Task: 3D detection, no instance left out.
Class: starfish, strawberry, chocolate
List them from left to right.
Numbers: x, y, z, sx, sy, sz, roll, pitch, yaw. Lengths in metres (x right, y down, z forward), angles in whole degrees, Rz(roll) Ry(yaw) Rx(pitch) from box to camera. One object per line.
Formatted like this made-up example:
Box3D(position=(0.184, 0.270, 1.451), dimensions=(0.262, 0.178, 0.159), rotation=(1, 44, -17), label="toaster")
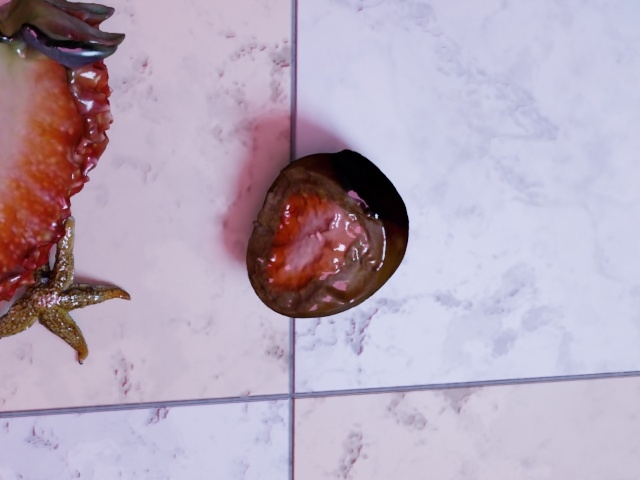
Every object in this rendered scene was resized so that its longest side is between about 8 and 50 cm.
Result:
Box3D(position=(-0.278, -0.094, 1.521), dimensions=(0.233, 0.137, 0.306), rotation=(28, 125, 0), label="strawberry")
Box3D(position=(-0.227, 0.055, 1.603), dimensions=(0.130, 0.041, 0.133), rotation=(-30, 110, -1), label="starfish")
Box3D(position=(0.000, 0.000, 1.596), dimensions=(0.133, 0.124, 0.127), rotation=(-34, 138, 20), label="chocolate")
